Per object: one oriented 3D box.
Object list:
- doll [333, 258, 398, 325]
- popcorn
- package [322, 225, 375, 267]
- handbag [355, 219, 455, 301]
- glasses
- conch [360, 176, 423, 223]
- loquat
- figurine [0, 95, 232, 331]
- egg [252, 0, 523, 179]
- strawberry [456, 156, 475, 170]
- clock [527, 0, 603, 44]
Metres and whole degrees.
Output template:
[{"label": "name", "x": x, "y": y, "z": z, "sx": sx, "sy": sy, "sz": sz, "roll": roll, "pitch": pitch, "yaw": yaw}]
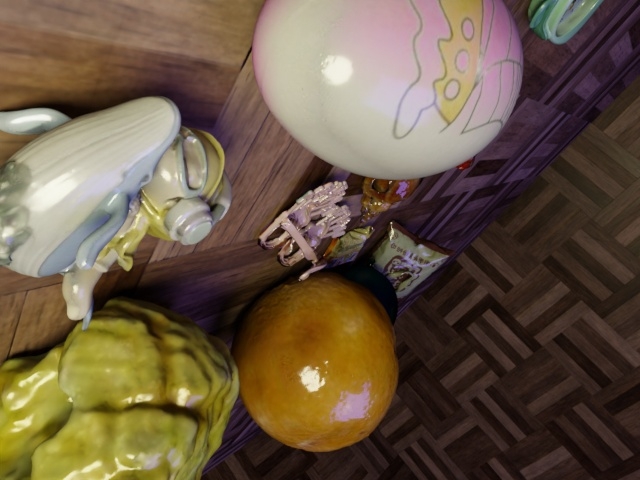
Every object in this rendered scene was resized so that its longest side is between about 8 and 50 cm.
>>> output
[{"label": "doll", "x": 0.078, "y": 0.197, "z": 1.101, "sx": 0.198, "sy": 0.186, "sz": 0.322, "roll": 18, "pitch": 86, "yaw": -55}, {"label": "popcorn", "x": -0.237, "y": 0.244, "z": 0.534, "sx": 0.334, "sy": 0.293, "sz": 0.292, "roll": -44, "pitch": 131, "yaw": 2}, {"label": "package", "x": 0.053, "y": 0.017, "z": 0.995, "sx": 0.120, "sy": 0.031, "sz": 0.108, "roll": -16, "pitch": 148, "yaw": -42}, {"label": "handbag", "x": 0.203, "y": 0.062, "z": 1.226, "sx": 0.213, "sy": 0.127, "sz": 0.235, "roll": 22, "pitch": 128, "yaw": -26}, {"label": "glasses", "x": 0.000, "y": -0.009, "z": 0.741, "sx": 0.162, "sy": 0.095, "sz": 0.255, "roll": -45, "pitch": 164, "yaw": -4}, {"label": "conch", "x": 0.145, "y": -0.123, "z": 0.791, "sx": 0.232, "sy": 0.080, "sz": 0.086, "roll": -43, "pitch": 169, "yaw": 0}, {"label": "loquat", "x": -0.009, "y": 0.220, "z": 0.870, "sx": 0.328, "sy": 0.328, "sz": 0.328, "roll": -36, "pitch": 161, "yaw": -15}, {"label": "figurine", "x": -0.161, "y": -0.025, "z": 0.348, "sx": 0.208, "sy": 0.128, "sz": 0.184, "roll": -44, "pitch": 166, "yaw": 33}, {"label": "egg", "x": 0.065, "y": -0.150, "z": 0.399, "sx": 0.196, "sy": 0.196, "sz": 0.271, "roll": -49, "pitch": 158, "yaw": 22}, {"label": "strawberry", "x": 0.254, "y": -0.200, "z": 0.824, "sx": 0.192, "sy": 0.085, "sz": 0.140, "roll": -58, "pitch": 161, "yaw": -53}, {"label": "clock", "x": 0.394, "y": -0.391, "z": 0.718, "sx": 0.188, "sy": 0.060, "sz": 0.148, "roll": -21, "pitch": 153, "yaw": -45}]
